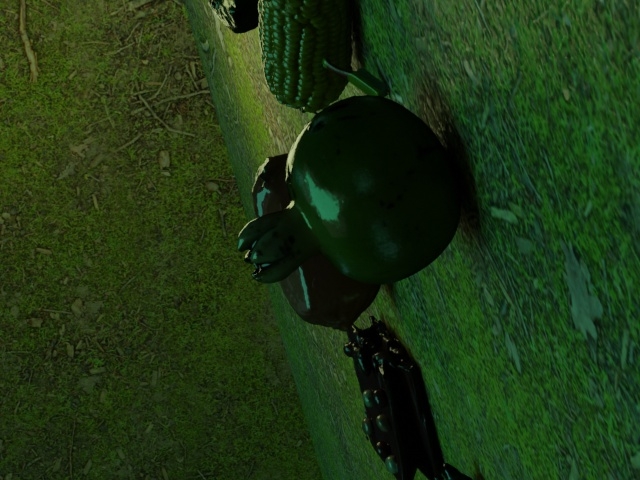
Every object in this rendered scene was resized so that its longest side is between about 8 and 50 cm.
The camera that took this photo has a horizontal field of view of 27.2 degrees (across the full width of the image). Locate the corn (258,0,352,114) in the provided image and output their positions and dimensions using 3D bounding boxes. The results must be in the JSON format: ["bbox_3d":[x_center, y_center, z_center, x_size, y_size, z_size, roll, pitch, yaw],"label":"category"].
[{"bbox_3d":[-0.018,-0.252,1.424,0.305,0.106,0.106,88,163,-58],"label":"corn"}]

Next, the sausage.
[{"bbox_3d":[0.000,0.000,1.785,0.148,0.148,0.254,119,138,-80],"label":"sausage"}]

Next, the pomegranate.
[{"bbox_3d":[0.037,-0.026,1.238,0.179,0.210,0.179,32,-178,-1],"label":"pomegranate"}]

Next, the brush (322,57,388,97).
[{"bbox_3d":[0.036,-0.176,1.411,0.083,0.021,0.019,34,156,24],"label":"brush"}]

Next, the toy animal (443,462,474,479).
[{"bbox_3d":[0.167,0.370,1.552,0.210,0.117,0.121,-119,6,-45],"label":"toy animal"}]

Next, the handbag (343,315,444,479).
[{"bbox_3d":[0.098,0.229,1.872,0.203,0.074,0.216,-128,21,-66],"label":"handbag"}]

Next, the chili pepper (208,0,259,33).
[{"bbox_3d":[-0.107,-0.387,1.798,0.148,0.116,0.264,56,167,23],"label":"chili pepper"}]
